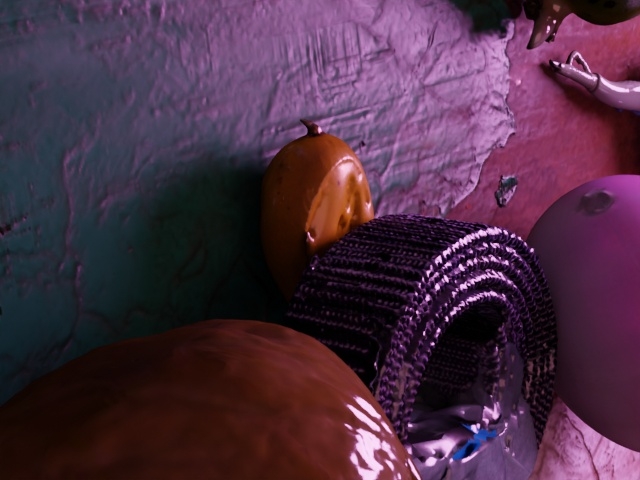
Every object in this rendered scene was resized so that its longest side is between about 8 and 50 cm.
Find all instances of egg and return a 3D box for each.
[{"bbox_3d":[0.271,0.067,1.523,0.196,0.196,0.271,-57,146,-25],"label":"egg"}]

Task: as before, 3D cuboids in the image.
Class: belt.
[{"bbox_3d":[0.073,0.112,1.330,0.325,0.122,0.260,-14,109,-60],"label":"belt"}]

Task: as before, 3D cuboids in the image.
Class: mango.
[{"bbox_3d":[0.000,0.000,1.326,0.101,0.066,0.187,-38,125,-46],"label":"mango"}]

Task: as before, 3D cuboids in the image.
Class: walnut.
[{"bbox_3d":[-0.094,0.201,1.082,0.333,0.333,0.333,-6,98,-45],"label":"walnut"}]

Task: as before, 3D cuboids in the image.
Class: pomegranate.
[{"bbox_3d":[0.221,-0.224,1.501,0.161,0.122,0.122,-46,129,0],"label":"pomegranate"}]

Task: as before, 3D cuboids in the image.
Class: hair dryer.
[{"bbox_3d":[0.281,-0.092,1.619,0.199,0.067,0.167,-8,106,-34],"label":"hair dryer"}]
